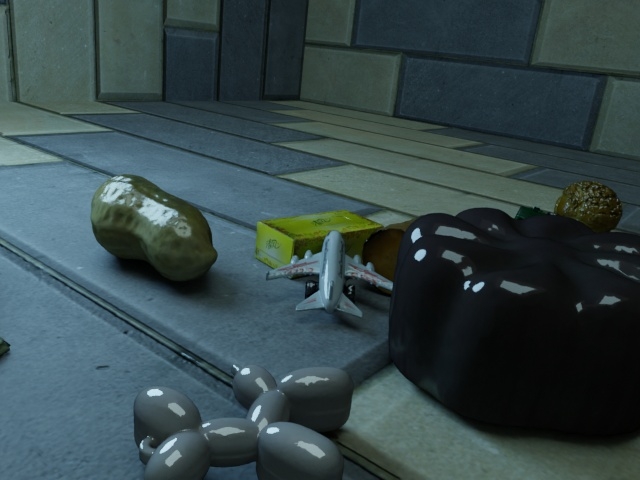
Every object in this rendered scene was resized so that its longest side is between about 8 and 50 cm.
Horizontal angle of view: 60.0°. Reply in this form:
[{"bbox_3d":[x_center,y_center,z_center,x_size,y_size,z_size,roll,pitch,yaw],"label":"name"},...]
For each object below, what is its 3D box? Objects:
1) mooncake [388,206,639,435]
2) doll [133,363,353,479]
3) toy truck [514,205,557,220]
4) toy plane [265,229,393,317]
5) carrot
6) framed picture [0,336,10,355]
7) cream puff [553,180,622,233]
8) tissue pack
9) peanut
[{"bbox_3d":[0.222,0.068,0.578,0.307,0.154,0.306,4,21,-2],"label":"mooncake"},{"bbox_3d":[-0.059,0.140,0.411,0.160,0.059,0.161,8,20,6],"label":"doll"},{"bbox_3d":[0.380,-0.017,0.991,0.079,0.065,0.147,28,23,16],"label":"toy truck"},{"bbox_3d":[0.015,0.041,0.708,0.163,0.065,0.171,6,25,0],"label":"toy plane"},{"bbox_3d":[0.147,0.001,0.834,0.102,0.101,0.263,14,19,21],"label":"carrot"},{"bbox_3d":[-0.403,0.078,0.414,0.197,0.014,0.252,36,23,2],"label":"framed picture"},{"bbox_3d":[0.563,-0.072,1.160,0.127,0.103,0.144,11,25,10],"label":"cream puff"},{"bbox_3d":[0.000,0.000,0.835,0.176,0.062,0.095,-8,23,-38],"label":"tissue pack"},{"bbox_3d":[-0.226,-0.013,0.742,0.237,0.110,0.120,30,8,36],"label":"peanut"}]
